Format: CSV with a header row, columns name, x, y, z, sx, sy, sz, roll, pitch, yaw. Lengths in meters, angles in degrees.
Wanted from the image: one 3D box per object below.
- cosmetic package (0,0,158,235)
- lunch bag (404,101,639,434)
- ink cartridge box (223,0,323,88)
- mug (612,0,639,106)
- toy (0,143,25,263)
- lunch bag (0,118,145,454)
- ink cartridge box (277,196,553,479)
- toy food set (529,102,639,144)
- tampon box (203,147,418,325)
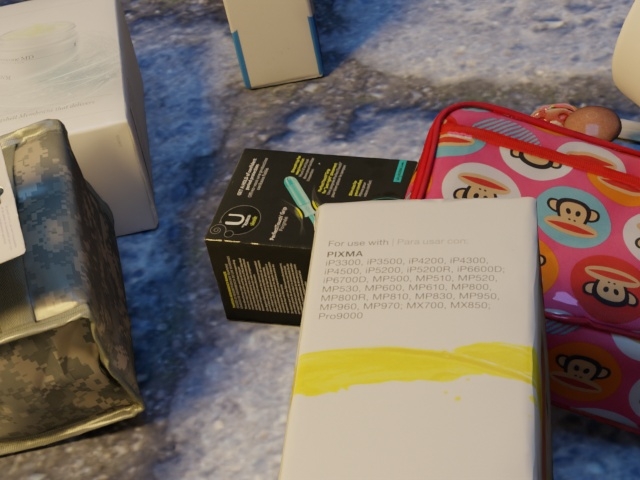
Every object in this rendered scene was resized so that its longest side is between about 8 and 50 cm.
name,x,y,z,sx,sy,sz,roll,pitch,yaw
cosmetic package,-0.283,-0.111,1.576,0.224,0.138,0.224,-12,42,-1
lunch bag,0.206,0.008,1.321,0.293,0.120,0.258,17,46,0
ink cartridge box,-0.057,-0.276,1.691,0.086,0.148,0.203,-12,42,2
mug,0.428,-0.140,1.222,0.276,0.374,0.328,-45,69,-6
toy,-0.339,0.017,1.283,0.237,0.056,0.137,-22,54,2
lunch bag,-0.315,0.058,1.390,0.287,0.169,0.235,-18,47,4
ink cartridge box,0.070,0.195,1.081,0.161,0.279,0.384,-2,44,9
toy food set,0.212,-0.073,1.480,0.128,0.071,0.218,20,52,29
tampon box,0.000,0.000,1.426,0.161,0.101,0.120,5,46,18
